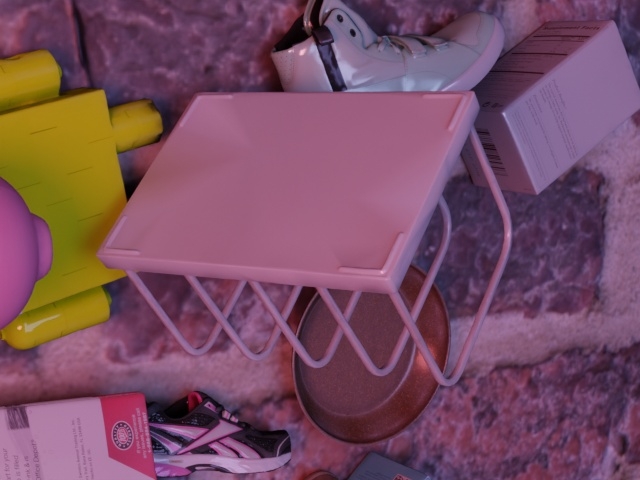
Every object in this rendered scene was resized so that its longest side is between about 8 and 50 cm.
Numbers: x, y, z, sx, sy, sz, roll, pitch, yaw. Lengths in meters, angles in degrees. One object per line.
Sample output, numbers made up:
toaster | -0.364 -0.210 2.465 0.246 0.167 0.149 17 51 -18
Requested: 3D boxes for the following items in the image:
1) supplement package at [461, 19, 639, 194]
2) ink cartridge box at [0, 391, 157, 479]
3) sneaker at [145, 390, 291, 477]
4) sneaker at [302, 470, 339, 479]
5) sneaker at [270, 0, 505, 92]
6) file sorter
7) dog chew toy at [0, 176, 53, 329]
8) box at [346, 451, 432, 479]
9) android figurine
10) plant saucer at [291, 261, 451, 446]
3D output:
supplement package | 0.235 -0.143 1.365 0.179 0.105 0.105 -38 116 -23
ink cartridge box | -0.252 0.219 1.080 0.218 0.092 0.158 -2 76 -35
sneaker | -0.102 0.180 1.219 0.178 0.072 0.077 5 85 -40
sneaker | -0.013 0.327 1.299 0.066 0.071 0.188 27 83 -34
sneaker | 0.068 -0.195 1.252 0.256 0.094 0.151 -37 114 -25
file sorter | 0.000 0.000 1.093 0.173 0.278 0.192 59 46 -42
dog chew toy | -0.354 0.016 0.901 0.332 0.207 0.206 -5 101 -26
box | 0.125 0.333 1.377 0.060 0.101 0.244 -48 121 -20
android figurine | -0.250 -0.029 1.087 0.273 0.056 0.248 -22 111 -32
plant saucer | 0.046 0.110 1.324 0.199 0.036 0.198 -7 103 -33
